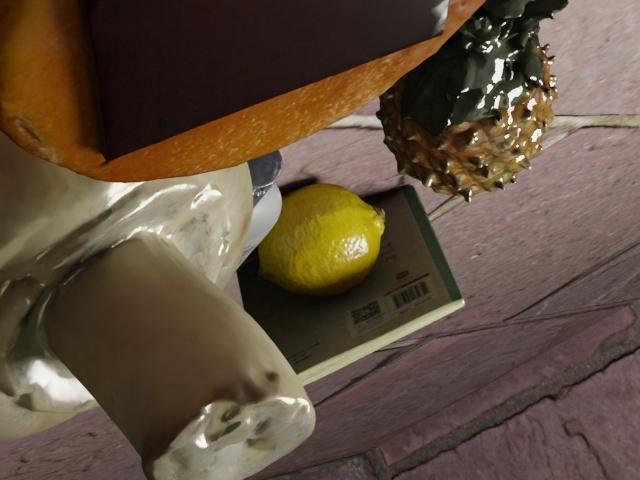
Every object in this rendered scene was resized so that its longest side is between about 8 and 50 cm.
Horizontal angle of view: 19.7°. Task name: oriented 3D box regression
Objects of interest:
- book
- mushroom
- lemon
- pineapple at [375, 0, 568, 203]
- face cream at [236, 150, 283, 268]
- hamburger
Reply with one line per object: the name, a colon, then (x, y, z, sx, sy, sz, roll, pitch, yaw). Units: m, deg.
book: (0.022, 0.046, 1.793, 0.214, 0.025, 0.283, -26, -157, 6)
mushroom: (-0.146, 0.031, 1.141, 0.314, 0.336, 0.314, -28, 144, -22)
lemon: (0.000, 0.000, 1.745, 0.133, 0.109, 0.109, -23, 166, 4)
pineapple: (0.116, -0.134, 1.367, 0.170, 0.141, 0.310, -58, 172, -19)
face cream: (-0.106, -0.010, 1.613, 0.144, 0.071, 0.291, -18, 166, -26)
hamburger: (-0.059, -0.175, 0.774, 0.291, 0.225, 0.291, -24, 159, -10)
